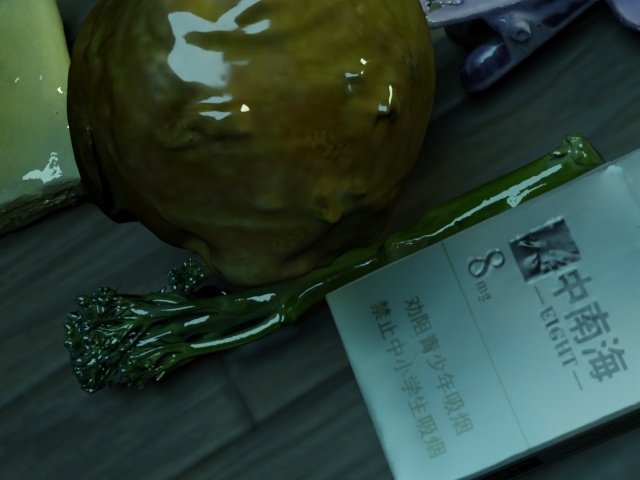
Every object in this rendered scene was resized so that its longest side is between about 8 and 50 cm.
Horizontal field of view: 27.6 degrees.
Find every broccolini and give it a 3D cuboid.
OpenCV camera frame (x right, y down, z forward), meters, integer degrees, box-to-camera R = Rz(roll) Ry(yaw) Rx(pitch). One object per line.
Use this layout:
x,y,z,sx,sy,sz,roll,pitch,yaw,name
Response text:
0.000,0.002,0.890,0.392,0.074,0.078,-26,49,7,broccolini

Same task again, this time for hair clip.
0.188,-0.192,0.890,0.278,0.090,0.137,-21,55,3,hair clip

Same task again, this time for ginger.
-0.023,-0.099,0.814,0.223,0.269,0.200,15,117,34,ginger

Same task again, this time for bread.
-0.249,-0.096,1.015,0.139,0.060,0.178,-19,68,13,bread

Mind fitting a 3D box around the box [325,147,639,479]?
0.142,0.057,0.827,0.243,0.067,0.155,-24,68,10,box
